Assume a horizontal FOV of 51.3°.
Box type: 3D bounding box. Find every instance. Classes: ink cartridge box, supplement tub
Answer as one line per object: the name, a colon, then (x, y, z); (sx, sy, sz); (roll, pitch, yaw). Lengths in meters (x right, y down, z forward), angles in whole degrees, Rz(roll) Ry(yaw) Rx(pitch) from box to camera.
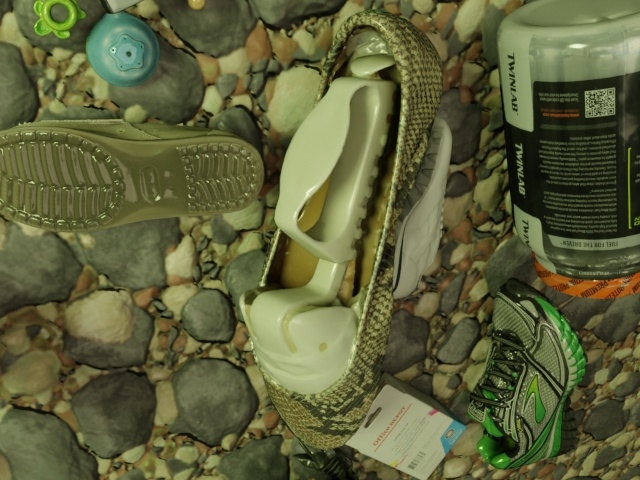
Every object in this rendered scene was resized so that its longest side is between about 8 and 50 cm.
ink cartridge box: (0.108, 0.258, 0.943); (0.181, 0.061, 0.104); (35, 94, -33)
supplement tub: (0.329, -0.112, 0.799); (0.207, 0.207, 0.338); (-22, 119, -15)

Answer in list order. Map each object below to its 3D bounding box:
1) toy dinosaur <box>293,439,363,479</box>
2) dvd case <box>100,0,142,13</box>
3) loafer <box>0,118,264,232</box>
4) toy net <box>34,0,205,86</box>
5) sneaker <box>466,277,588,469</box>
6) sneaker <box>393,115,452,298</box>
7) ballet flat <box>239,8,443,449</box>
toy dinosaur: (0.018, 0.396, 0.869); (0.164, 0.218, 0.322); (-42, 122, -4)
dvd case: (-0.147, -0.331, 0.528); (0.179, 0.029, 0.239); (-33, 123, -14)
loafer: (-0.191, -0.067, 0.649); (0.268, 0.092, 0.102); (2, 108, -8)
toy net: (-0.153, -0.257, 0.609); (0.122, 0.045, 0.232); (36, 92, -31)
sneaker: (0.289, 0.210, 0.964); (0.146, 0.134, 0.344); (-20, 119, -15)
sneaker: (0.112, -0.038, 0.814); (0.094, 0.090, 0.235); (1, 116, -39)
ballet flat: (0.003, 0.001, 0.687); (0.182, 0.164, 0.483); (-2, 107, -65)
